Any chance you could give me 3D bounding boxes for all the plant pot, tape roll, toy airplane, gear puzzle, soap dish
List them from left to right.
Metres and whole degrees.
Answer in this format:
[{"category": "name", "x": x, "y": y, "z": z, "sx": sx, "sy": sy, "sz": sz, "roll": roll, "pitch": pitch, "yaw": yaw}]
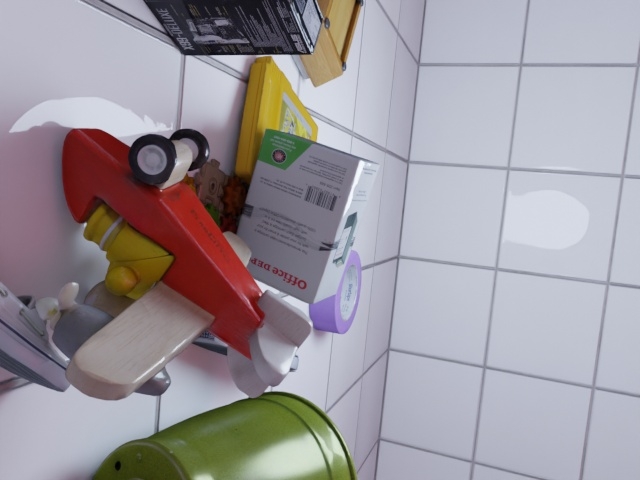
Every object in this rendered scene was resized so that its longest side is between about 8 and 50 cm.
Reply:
[{"category": "toy airplane", "x": -0.196, "y": 0.068, "z": 0.734, "sx": 0.386, "sy": 0.272, "sz": 0.384, "roll": 41, "pitch": 22, "yaw": -53}, {"category": "plant pot", "x": -0.175, "y": 0.444, "z": 0.882, "sx": 0.353, "sy": 0.366, "sz": 0.366, "roll": 24, "pitch": 74, "yaw": -58}, {"category": "gear puzzle", "x": -0.192, "y": -0.063, "z": 1.039, "sx": 0.339, "sy": 0.044, "sz": 0.175, "roll": 32, "pitch": 67, "yaw": -68}, {"category": "soap dish", "x": 0.012, "y": -0.569, "z": 1.324, "sx": 0.229, "sy": 0.118, "sz": 0.291, "roll": 52, "pitch": 49, "yaw": -63}, {"category": "tape roll", "x": 0.054, "y": 0.163, "z": 1.731, "sx": 0.275, "sy": 0.090, "sz": 0.275, "roll": 6, "pitch": 90, "yaw": -70}]

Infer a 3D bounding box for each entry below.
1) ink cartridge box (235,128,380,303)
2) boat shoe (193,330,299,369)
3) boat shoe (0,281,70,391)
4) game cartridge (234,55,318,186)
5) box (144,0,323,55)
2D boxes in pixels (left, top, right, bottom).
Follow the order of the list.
[{"category": "ink cartridge box", "x": -0.037, "y": -0.050, "z": 1.056, "sx": 0.121, "sy": 0.211, "sz": 0.289, "roll": -8, "pitch": 119, "yaw": -64}, {"category": "boat shoe", "x": -0.144, "y": 0.185, "z": 1.161, "sx": 0.367, "sy": 0.136, "sz": 0.156, "roll": 41, "pitch": 55, "yaw": -55}, {"category": "boat shoe", "x": -0.348, "y": 0.097, "z": 0.608, "sx": 0.226, "sy": 0.083, "sz": 0.076, "roll": 72, "pitch": 33, "yaw": -49}, {"category": "game cartridge", "x": -0.088, "y": -0.219, "z": 1.225, "sx": 0.324, "sy": 0.053, "sz": 0.285, "roll": 44, "pitch": 49, "yaw": -66}, {"category": "box", "x": -0.156, "y": -0.389, "z": 0.744, "sx": 0.307, "sy": 0.242, "sz": 0.076, "roll": 52, "pitch": 48, "yaw": -62}]
